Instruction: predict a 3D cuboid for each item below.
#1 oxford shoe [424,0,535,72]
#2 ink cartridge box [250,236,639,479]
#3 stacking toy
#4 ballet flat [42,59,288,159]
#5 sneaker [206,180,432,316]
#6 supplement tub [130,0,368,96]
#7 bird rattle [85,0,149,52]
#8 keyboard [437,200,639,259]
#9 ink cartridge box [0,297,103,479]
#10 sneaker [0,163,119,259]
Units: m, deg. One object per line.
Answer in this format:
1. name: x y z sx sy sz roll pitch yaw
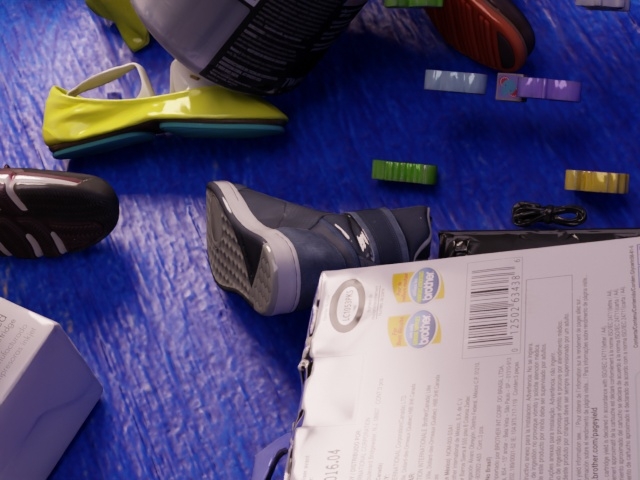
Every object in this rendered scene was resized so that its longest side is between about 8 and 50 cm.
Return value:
1. oxford shoe: 0.124 -0.254 1.541 0.098 0.097 0.271 -28 54 -12
2. ink cartridge box: 0.127 0.141 1.200 0.395 0.151 0.270 -5 38 13
3. stacking toy: 0.148 -0.126 1.419 0.221 0.052 0.167 4 93 19
4. ballet flat: -0.143 -0.122 1.534 0.231 0.077 0.077 -6 84 17
5. sneaker: 0.000 0.002 1.415 0.163 0.086 0.226 -6 21 -20
6. supplement tub: -0.011 -0.290 1.459 0.316 0.193 0.194 -49 47 29
7. bird rattle: -0.199 -0.302 1.681 0.207 0.143 0.253 -30 40 -18
8. keyboard: 0.182 0.017 1.386 0.180 0.023 0.108 0 64 16
9. ink cartridge box: -0.385 0.116 1.427 0.353 0.119 0.207 20 66 28
10. sneaker: -0.306 -0.070 1.541 0.281 0.106 0.163 -4 53 15
